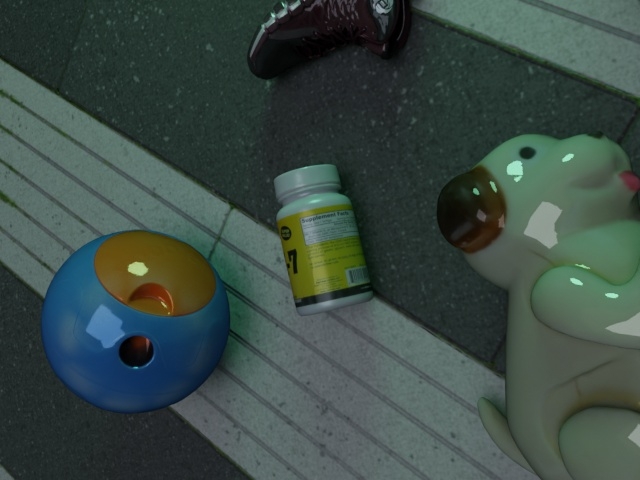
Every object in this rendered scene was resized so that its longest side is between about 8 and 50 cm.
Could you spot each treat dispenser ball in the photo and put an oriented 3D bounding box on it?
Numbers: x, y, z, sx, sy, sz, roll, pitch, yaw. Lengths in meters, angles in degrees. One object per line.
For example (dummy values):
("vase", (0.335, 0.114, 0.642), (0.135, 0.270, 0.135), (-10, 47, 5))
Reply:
("treat dispenser ball", (-0.289, 0.127, 0.974), (0.287, 0.288, 0.289), (1, 92, 27))

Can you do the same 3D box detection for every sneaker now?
("sneaker", (0.025, -0.304, 0.905), (0.281, 0.106, 0.163), (-40, 77, 22))

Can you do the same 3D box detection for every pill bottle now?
("pill bottle", (0.000, 0.000, 0.916), (0.119, 0.119, 0.209), (-16, 84, 27))

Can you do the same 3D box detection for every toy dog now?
("toy dog", (0.310, 0.066, 0.704), (0.395, 0.284, 0.408), (-36, 74, 61))
